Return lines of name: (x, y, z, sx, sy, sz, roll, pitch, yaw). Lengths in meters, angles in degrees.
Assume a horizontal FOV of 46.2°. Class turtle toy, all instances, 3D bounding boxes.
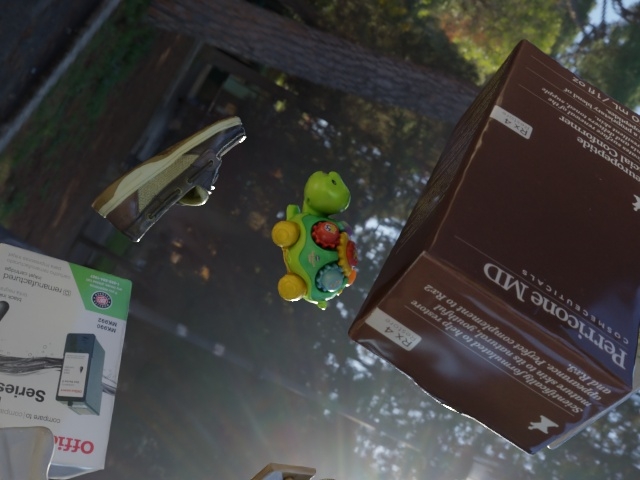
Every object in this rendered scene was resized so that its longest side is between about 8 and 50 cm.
turtle toy: (0.000, 0.000, 0.707, 0.095, 0.066, 0.130, -11, 95, -73)

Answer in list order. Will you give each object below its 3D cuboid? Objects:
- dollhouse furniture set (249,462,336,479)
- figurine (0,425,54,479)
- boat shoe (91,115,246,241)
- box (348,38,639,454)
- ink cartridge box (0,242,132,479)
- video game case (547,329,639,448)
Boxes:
dollhouse furniture set: (-0.014, 0.336, 0.785, 0.123, 0.144, 0.151, -48, -141, 34)
figurine: (-0.369, 0.310, 0.758, 0.092, 0.215, 0.209, 52, 25, -71)
boat shoe: (-0.157, -0.071, 0.857, 0.080, 0.073, 0.223, -27, -169, 46)
box: (0.194, -0.018, 0.713, 0.143, 0.191, 0.381, -55, -178, 47)
ink cartridge box: (-0.405, 0.179, 1.077, 0.122, 0.211, 0.289, -26, -126, 44)
video game case: (0.376, 0.123, 1.171, 0.036, 0.300, 0.329, -13, 150, -43)
